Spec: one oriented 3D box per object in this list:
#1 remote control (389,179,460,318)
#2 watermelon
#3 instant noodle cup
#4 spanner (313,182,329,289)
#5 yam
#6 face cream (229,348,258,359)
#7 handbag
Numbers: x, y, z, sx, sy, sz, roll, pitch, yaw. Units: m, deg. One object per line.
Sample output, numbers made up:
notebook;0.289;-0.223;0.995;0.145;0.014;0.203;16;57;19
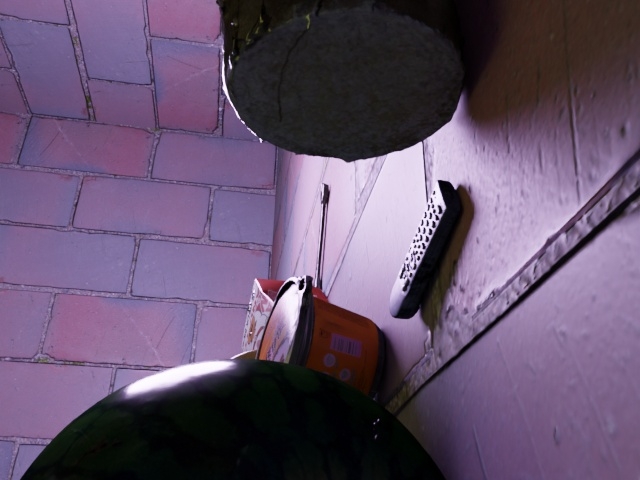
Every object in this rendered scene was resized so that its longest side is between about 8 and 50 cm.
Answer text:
remote control;0.096;0.016;0.588;0.044;0.027;0.153;-84;6;-50
watermelon;-0.056;0.247;0.417;0.363;0.362;0.364;-175;90;-82
instant noodle cup;0.000;0.143;0.762;0.208;0.125;0.178;122;159;-44
spanner;0.000;0.000;1.338;0.054;0.015;0.255;147;129;-80
yam;0.017;-0.255;0.623;0.241;0.240;0.348;106;164;-53
face cream;-0.065;0.285;0.864;0.218;0.218;0.180;-95;14;-54
handbag;-0.057;0.185;1.152;0.298;0.150;0.171;-135;56;-75
